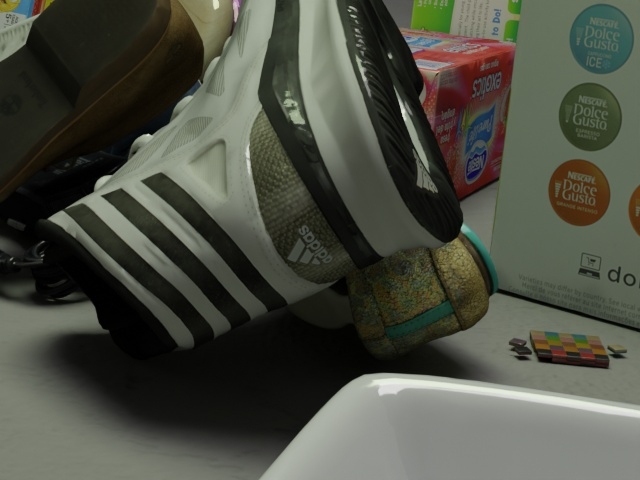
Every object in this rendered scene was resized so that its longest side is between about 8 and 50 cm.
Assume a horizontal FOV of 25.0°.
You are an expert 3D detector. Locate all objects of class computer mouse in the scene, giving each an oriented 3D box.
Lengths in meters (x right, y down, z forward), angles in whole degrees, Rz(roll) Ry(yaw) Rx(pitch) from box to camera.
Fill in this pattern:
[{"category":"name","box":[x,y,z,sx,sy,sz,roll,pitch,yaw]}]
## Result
[{"category":"computer mouse","box":[-0.213,-0.012,1.108,0.262,0.060,0.184,14,37,44]}]

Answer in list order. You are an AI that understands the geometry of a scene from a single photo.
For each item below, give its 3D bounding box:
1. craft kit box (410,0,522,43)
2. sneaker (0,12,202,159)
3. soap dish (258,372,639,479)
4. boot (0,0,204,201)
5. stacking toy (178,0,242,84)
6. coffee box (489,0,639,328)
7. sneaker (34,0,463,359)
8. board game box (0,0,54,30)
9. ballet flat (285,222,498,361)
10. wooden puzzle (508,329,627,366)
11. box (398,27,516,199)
[{"category":"craft kit box","box":[0.220,-0.208,1.593,0.246,0.250,0.061,9,15,9]},{"category":"sneaker","box":[-0.255,-0.102,1.346,0.323,0.130,0.236,-12,-24,28]},{"category":"soap dish","box":[0.054,0.153,0.379,0.229,0.118,0.291,6,24,22]},{"category":"boot","box":[-0.214,-0.071,1.055,0.112,0.305,0.115,59,8,28]},{"category":"stacking toy","box":[-0.053,-0.177,1.528,0.141,0.141,0.330,19,0,40]},{"category":"coffee box","box":[0.369,-0.113,1.136,0.337,0.334,0.338,15,18,31]},{"category":"sneaker","box":[-0.070,-0.085,0.956,0.257,0.169,0.447,-27,25,11]},{"category":"board game box","box":[-0.208,-0.319,1.484,0.086,0.308,0.302,16,5,30]},{"category":"ballet flat","box":[0.000,0.000,1.047,0.123,0.123,0.348,-1,15,-23]},{"category":"wooden puzzle","box":[0.171,0.075,1.003,0.083,0.006,0.049,6,15,0]},{"category":"box","box":[0.091,-0.127,1.450,0.154,0.142,0.300,12,16,21]}]
